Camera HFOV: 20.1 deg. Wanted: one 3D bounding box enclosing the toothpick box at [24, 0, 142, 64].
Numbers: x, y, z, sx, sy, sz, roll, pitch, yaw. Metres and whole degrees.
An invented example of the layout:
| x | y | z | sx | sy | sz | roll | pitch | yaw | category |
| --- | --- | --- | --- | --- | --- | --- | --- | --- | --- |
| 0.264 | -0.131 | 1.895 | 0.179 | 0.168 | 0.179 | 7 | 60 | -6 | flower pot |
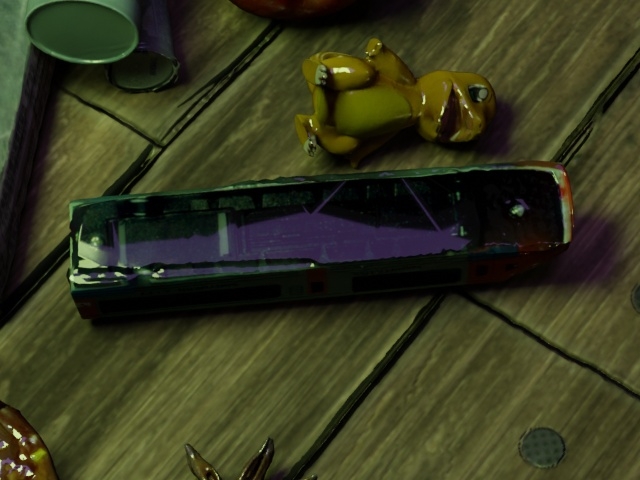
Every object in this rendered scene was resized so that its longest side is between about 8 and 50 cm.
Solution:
| x | y | z | sx | sy | sz | roll | pitch | yaw | category |
| --- | --- | --- | --- | --- | --- | --- | --- | --- | --- |
| -0.197 | -0.242 | 1.554 | 0.101 | 0.101 | 0.153 | 2 | 62 | 4 | toothpick box |

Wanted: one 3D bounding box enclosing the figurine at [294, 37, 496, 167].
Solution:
| x | y | z | sx | sy | sz | roll | pitch | yaw | category |
| --- | --- | --- | --- | --- | --- | --- | --- | --- | --- |
| 0.065 | -0.128 | 1.563 | 0.176 | 0.121 | 0.122 | 6 | 30 | -9 | figurine |

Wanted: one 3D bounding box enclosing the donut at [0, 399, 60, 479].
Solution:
| x | y | z | sx | sy | sz | roll | pitch | yaw | category |
| --- | --- | --- | --- | --- | --- | --- | --- | --- | --- |
| -0.304 | 0.216 | 1.353 | 0.230 | 0.096 | 0.216 | -4 | 56 | 0 | donut |

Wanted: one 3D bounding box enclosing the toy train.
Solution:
| x | y | z | sx | sy | sz | roll | pitch | yaw | category |
| --- | --- | --- | --- | --- | --- | --- | --- | --- | --- |
| 0.000 | 0.000 | 1.478 | 0.409 | 0.089 | 0.086 | -5 | 63 | -1 | toy train |

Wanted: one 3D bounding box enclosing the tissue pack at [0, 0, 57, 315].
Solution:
| x | y | z | sx | sy | sz | roll | pitch | yaw | category |
| --- | --- | --- | --- | --- | --- | --- | --- | --- | --- |
| -0.369 | -0.118 | 1.553 | 0.259 | 0.122 | 0.361 | 4 | 56 | 3 | tissue pack |

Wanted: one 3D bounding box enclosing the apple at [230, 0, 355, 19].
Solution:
| x | y | z | sx | sy | sz | roll | pitch | yaw | category |
| --- | --- | --- | --- | --- | --- | --- | --- | --- | --- |
| -0.025 | -0.287 | 1.607 | 0.181 | 0.181 | 0.168 | -1 | 57 | 2 | apple |

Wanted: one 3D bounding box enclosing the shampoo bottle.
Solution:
| x | y | z | sx | sy | sz | roll | pitch | yaw | category |
| --- | --- | --- | --- | --- | --- | --- | --- | --- | --- |
| -0.176 | -0.236 | 1.645 | 0.072 | 0.072 | 0.214 | -9 | 58 | -3 | shampoo bottle |

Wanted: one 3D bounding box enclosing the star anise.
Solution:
| x | y | z | sx | sy | sz | roll | pitch | yaw | category |
| --- | --- | --- | --- | --- | --- | --- | --- | --- | --- |
| -0.061 | 0.213 | 1.374 | 0.141 | 0.042 | 0.141 | -3 | 56 | 4 | star anise |
